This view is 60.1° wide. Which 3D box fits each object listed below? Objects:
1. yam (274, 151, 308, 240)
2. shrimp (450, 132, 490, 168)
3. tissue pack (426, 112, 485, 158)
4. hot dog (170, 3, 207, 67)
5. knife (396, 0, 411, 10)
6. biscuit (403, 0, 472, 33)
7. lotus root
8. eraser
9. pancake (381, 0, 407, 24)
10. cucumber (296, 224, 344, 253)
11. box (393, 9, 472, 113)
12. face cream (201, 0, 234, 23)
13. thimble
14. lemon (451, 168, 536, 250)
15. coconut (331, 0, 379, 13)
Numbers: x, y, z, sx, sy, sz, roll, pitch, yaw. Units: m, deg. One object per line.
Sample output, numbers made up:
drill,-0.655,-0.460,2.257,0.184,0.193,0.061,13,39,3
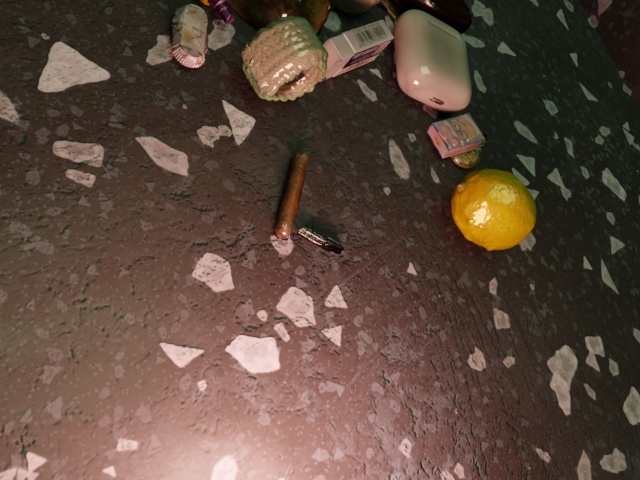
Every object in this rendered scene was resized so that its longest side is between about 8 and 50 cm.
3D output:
yam,-0.071,-0.114,1.380,0.046,0.046,0.264,26,53,-21
shrimp,0.498,-0.332,1.884,0.150,0.051,0.217,45,53,2
tissue pack,0.443,-0.344,1.813,0.155,0.065,0.115,-18,69,-20
hot dog,-0.331,-0.519,1.407,0.099,0.053,0.192,10,65,-29
knife,0.274,-0.881,1.994,0.245,0.019,0.072,27,49,-26
biscuit,0.403,-0.927,2.072,0.407,0.091,0.407,25,44,-27
lotus root,-0.127,-0.697,1.567,0.314,0.210,0.142,29,41,-3
eraser,0.093,-0.580,1.680,0.287,0.130,0.086,-36,93,-42
pancake,0.303,-0.840,2.023,0.235,0.029,0.212,49,48,-6
cucumber,0.000,0.002,1.377,0.135,0.033,0.034,31,56,-18
box,0.381,-0.608,1.884,0.289,0.141,0.349,16,60,-26
face cream,-0.316,-0.706,1.495,0.078,0.078,0.273,-30,85,-40
thimble,-0.093,-0.463,1.440,0.219,0.219,0.150,-23,82,-40
lemon,0.519,-0.093,1.657,0.288,0.233,0.233,34,52,-26
coconut,0.117,-0.855,1.787,0.241,0.241,0.241,16,59,-28
